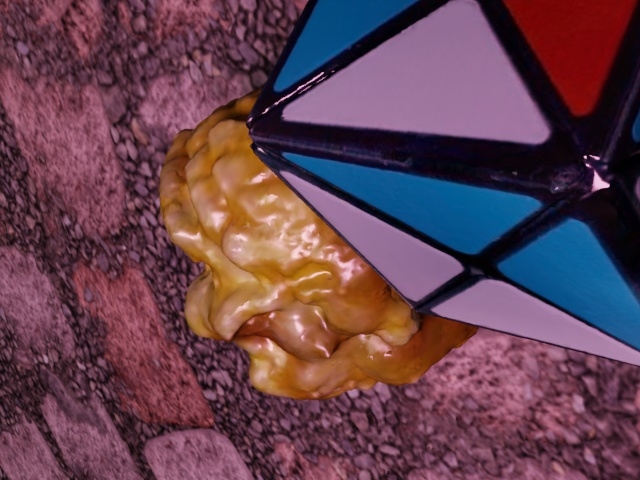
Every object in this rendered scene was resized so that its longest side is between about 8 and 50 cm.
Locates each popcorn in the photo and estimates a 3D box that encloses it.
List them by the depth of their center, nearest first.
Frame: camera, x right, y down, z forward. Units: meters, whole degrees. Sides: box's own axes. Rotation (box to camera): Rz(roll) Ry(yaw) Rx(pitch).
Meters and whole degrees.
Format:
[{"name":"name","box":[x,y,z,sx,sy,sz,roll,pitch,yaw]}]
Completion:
[{"name":"popcorn","box":[-0.005,-0.009,0.992,0.247,0.282,0.282,-98,18,-47]}]

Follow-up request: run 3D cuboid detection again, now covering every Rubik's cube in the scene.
[{"name":"Rubik's cube","box":[0.145,-0.086,0.747,0.248,0.250,0.246,10,157,40]}]
